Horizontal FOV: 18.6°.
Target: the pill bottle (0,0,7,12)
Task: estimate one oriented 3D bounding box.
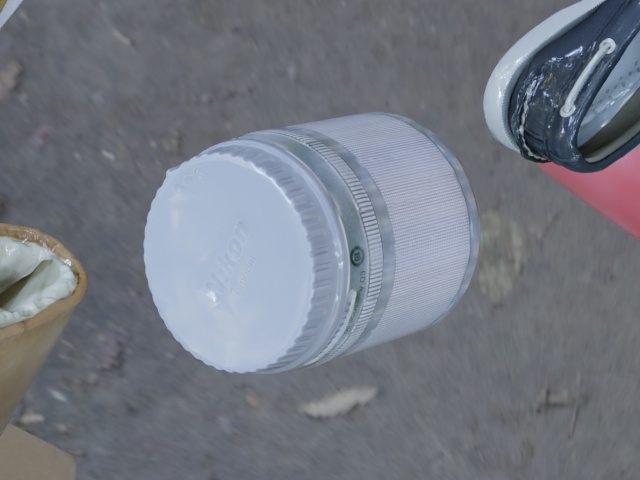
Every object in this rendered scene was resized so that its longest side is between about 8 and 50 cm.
[{"bbox_3d":[-0.237,-0.175,0.986,0.188,0.188,0.334,9,47,8],"label":"pill bottle"}]

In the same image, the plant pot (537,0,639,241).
[{"bbox_3d":[0.341,-0.106,1.772,0.243,0.275,0.275,26,82,35],"label":"plant pot"}]

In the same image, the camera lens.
[{"bbox_3d":[0.000,0.000,1.808,0.219,0.274,0.219,8,104,36],"label":"camera lens"}]

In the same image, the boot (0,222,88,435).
[{"bbox_3d":[-0.251,0.119,0.925,0.089,0.236,0.269,46,129,17],"label":"boot"}]

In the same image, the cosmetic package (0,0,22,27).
[{"bbox_3d":[-0.325,-0.244,1.802,0.239,0.099,0.060,-43,66,36],"label":"cosmetic package"}]

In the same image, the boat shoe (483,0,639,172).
[{"bbox_3d":[0.247,-0.154,1.323,0.302,0.114,0.091,-46,39,-9],"label":"boat shoe"}]

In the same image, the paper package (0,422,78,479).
[{"bbox_3d":[-0.407,0.292,1.750,0.309,0.168,0.325,31,48,-26],"label":"paper package"}]
